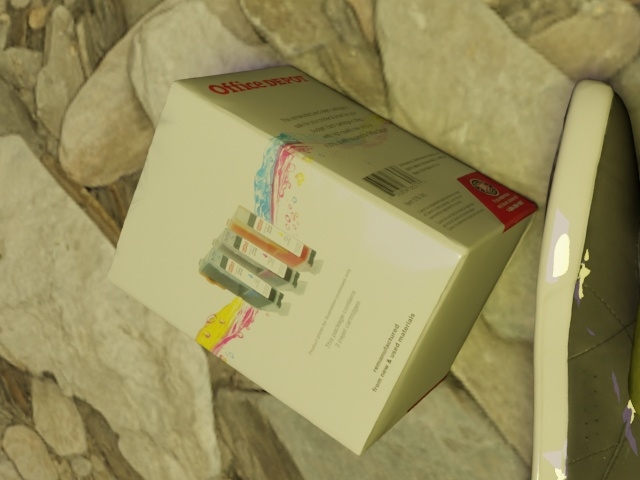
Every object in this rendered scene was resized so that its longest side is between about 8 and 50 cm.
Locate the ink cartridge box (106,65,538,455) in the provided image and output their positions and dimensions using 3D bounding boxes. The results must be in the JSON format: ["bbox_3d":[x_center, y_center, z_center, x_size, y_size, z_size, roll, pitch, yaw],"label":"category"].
[{"bbox_3d":[0.000,0.000,0.539,0.176,0.128,0.127,33,115,18],"label":"ink cartridge box"}]

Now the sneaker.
[{"bbox_3d":[0.180,0.068,0.487,0.147,0.104,0.295,1,99,16],"label":"sneaker"}]

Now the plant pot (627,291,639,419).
[{"bbox_3d":[0.233,-0.038,0.322,0.275,0.275,0.293,30,114,18],"label":"plant pot"}]
